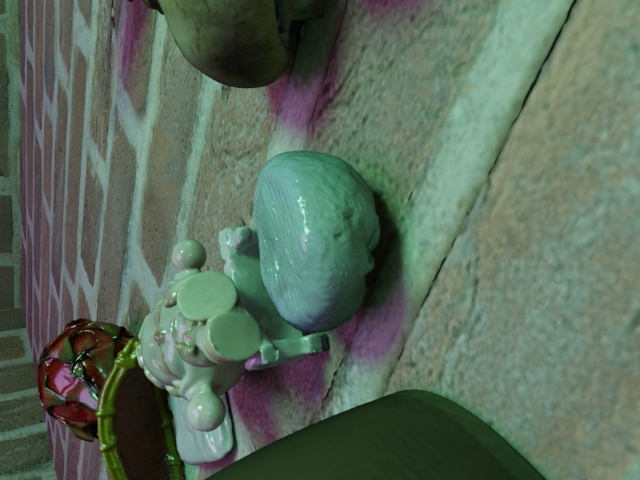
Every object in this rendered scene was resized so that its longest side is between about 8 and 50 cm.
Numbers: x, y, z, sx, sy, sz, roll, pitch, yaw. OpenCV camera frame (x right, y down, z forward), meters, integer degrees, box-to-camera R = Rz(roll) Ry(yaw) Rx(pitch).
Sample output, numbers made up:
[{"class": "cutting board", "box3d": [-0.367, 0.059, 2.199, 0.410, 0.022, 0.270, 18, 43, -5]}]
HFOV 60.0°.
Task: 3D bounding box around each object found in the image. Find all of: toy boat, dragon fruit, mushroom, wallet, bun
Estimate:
[{"class": "toy boat", "box3d": [-0.260, 0.288, 0.815, 0.099, 0.141, 0.317, -2, 105, 27]}, {"class": "dragon fruit", "box3d": [-0.383, 0.240, 0.959, 0.274, 0.193, 0.192, 17, 81, 54]}, {"class": "mushroom", "box3d": [-0.066, -0.211, 0.454, 0.166, 0.127, 0.166, -12, -90, -89]}, {"class": "wallet", "box3d": [-0.170, 0.243, 0.763, 0.183, 0.032, 0.124, -38, 60, 53]}, {"class": "bun", "box3d": [0.000, 0.000, 0.430, 0.141, 0.083, 0.140, 173, 90, -66]}]

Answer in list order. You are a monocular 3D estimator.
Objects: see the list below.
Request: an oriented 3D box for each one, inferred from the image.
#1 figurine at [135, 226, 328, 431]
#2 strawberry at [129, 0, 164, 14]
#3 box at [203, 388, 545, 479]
[{"class": "figurine", "box3d": [-0.112, 0.083, 0.574, 0.257, 0.145, 0.181, -29, 90, 52]}, {"class": "strawberry", "box3d": [-0.165, -0.356, 0.616, 0.188, 0.106, 0.286, -29, 54, 30]}, {"class": "box", "box3d": [0.013, 0.258, 0.328, 0.301, 0.216, 0.300, 9, 101, 57]}]
